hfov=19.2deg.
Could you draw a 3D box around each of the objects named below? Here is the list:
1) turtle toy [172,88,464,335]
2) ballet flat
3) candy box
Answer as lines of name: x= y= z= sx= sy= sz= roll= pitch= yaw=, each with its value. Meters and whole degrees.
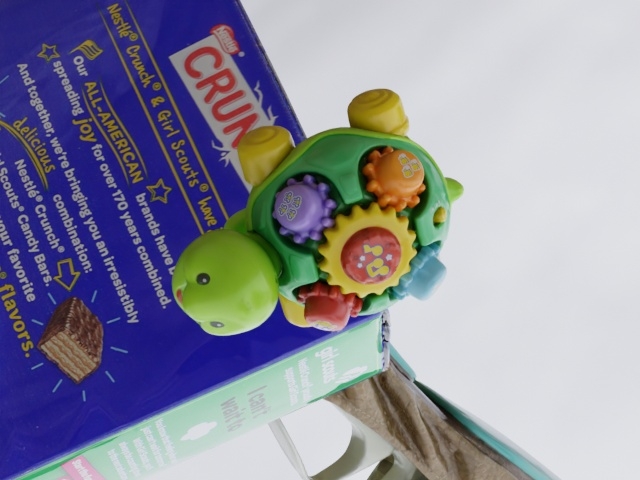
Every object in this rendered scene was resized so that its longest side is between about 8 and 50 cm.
turtle toy: x=0.000 y=0.000 z=0.787 sx=0.130 sy=0.095 sz=0.066 roll=-19 pitch=-153 yaw=-6
ballet flat: x=0.045 y=0.139 z=1.352 sx=0.124 sy=0.342 sz=0.116 roll=-49 pitch=-150 yaw=-2
candy box: x=-0.156 y=0.006 z=1.078 sx=0.317 sy=0.268 sz=0.122 roll=-24 pitch=163 yaw=-5
